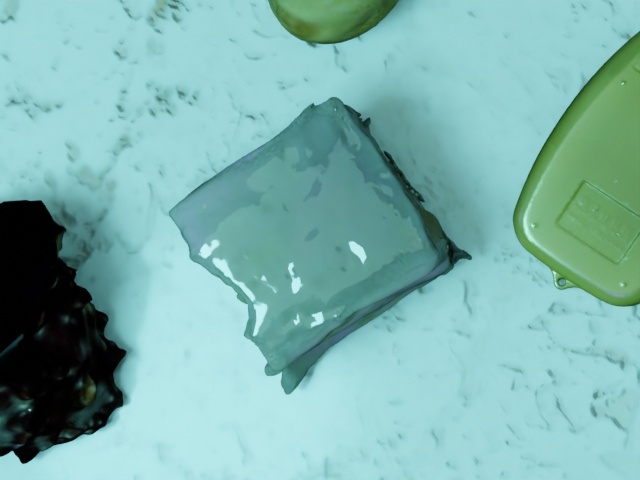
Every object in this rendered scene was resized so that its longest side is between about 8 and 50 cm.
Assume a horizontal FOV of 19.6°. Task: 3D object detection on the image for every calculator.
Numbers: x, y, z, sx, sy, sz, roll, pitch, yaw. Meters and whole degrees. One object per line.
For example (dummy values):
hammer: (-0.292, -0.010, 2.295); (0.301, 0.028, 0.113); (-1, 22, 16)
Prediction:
calculator: (0.264, -0.057, 1.545); (0.157, 0.033, 0.236); (33, 95, 7)

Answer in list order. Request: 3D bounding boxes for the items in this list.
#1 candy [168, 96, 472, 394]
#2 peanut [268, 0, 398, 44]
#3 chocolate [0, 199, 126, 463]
candy: (0.000, 0.000, 1.532); (0.195, 0.137, 0.184); (-33, 84, 4)
peanut: (0.044, -0.314, 1.532); (0.148, 0.147, 0.318); (28, 96, 8)
chocolate: (-0.251, 0.098, 1.586); (0.224, 0.206, 0.177); (-40, 128, 15)
